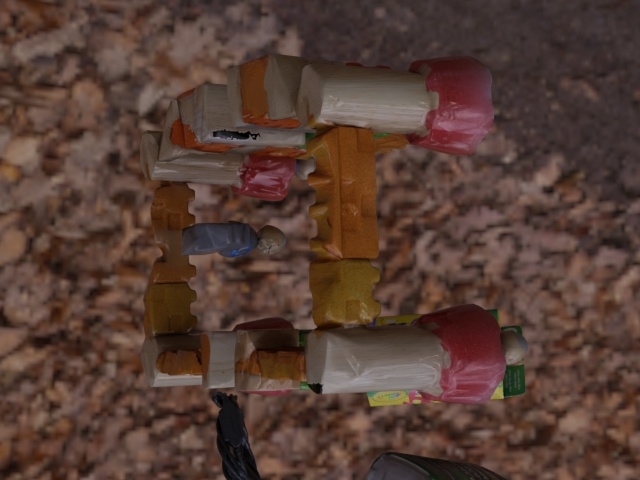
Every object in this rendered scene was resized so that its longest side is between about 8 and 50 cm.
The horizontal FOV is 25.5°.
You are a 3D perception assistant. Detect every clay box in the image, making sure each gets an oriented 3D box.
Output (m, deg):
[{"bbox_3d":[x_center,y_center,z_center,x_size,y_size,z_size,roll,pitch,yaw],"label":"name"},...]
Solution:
[{"bbox_3d":[0.177,0.165,2.011,0.222,0.127,0.053,-6,140,9],"label":"clay box"}]

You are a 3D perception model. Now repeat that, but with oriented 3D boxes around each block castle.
[{"bbox_3d":[0.000,0.000,1.331,0.212,0.303,0.453,0,175,-28],"label":"block castle"}]

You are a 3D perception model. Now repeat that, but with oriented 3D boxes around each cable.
[{"bbox_3d":[-0.125,0.320,2.124,0.047,0.184,0.150,-16,160,-2],"label":"cable"}]

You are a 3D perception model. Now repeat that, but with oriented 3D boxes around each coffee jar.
[{"bbox_3d":[0.132,0.276,1.508,0.096,0.079,0.184,23,-178,38],"label":"coffee jar"}]
